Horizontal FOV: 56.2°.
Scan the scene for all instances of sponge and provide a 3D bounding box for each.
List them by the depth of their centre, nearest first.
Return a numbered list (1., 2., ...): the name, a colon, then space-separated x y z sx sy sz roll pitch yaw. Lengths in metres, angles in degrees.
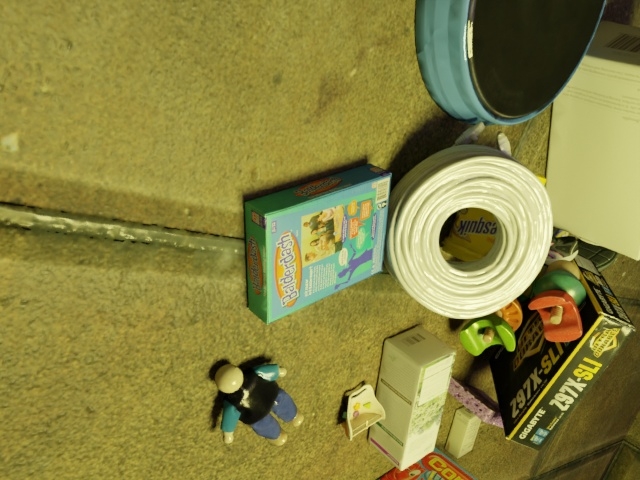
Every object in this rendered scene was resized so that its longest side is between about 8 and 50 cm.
1. sponge: 0.353 0.356 1.298 0.031 0.117 0.210 -55 139 3

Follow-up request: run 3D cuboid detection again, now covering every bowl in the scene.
1. bowl: 0.294 -0.351 0.858 0.391 0.077 0.391 -24 128 -34

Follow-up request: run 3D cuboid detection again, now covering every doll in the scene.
1. doll: -0.091 0.230 0.842 0.129 0.046 0.189 -47 138 -15

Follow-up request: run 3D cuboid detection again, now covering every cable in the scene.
1. cable: 0.218 -0.010 0.888 0.257 0.089 0.257 -34 107 3

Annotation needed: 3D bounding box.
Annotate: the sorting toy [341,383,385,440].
1. sorting toy: 0.068 0.290 1.041 0.083 0.045 0.075 -20 118 -36

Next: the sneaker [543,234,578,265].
1. sneaker: 0.429 0.008 1.180 0.178 0.072 0.077 -11 113 -17

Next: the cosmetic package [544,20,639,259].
1. cosmetic package: 0.557 -0.179 1.116 0.156 0.217 0.385 -34 135 -26

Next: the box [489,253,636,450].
1. box: 0.461 0.213 1.194 0.079 0.257 0.322 22 116 -5

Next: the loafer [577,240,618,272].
1. loafer: 0.664 0.038 1.443 0.267 0.096 0.084 -32 138 -31

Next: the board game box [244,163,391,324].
1. board game box: 0.000 0.000 0.795 0.210 0.047 0.160 -21 127 -36

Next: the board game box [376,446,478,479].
1. board game box: 0.227 0.577 1.162 0.302 0.308 0.086 -17 122 -39

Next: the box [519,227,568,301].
1. box: 0.485 0.050 1.308 0.105 0.043 0.179 -26 131 -32

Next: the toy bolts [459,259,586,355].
1. toy bolts: 0.366 0.086 1.116 0.218 0.228 0.158 61 38 -22

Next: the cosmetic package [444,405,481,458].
1. cosmetic package: 0.331 0.437 1.384 0.060 0.041 0.115 -9 119 -42

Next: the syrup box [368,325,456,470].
1. syrup box: 0.162 0.286 1.086 0.093 0.096 0.237 -15 123 -37

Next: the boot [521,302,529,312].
1. boot: 0.496 0.145 1.337 0.121 0.045 0.099 -31 169 -36

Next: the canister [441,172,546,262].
1. canister: 0.287 -0.042 0.996 0.073 0.126 0.170 3 109 -49
